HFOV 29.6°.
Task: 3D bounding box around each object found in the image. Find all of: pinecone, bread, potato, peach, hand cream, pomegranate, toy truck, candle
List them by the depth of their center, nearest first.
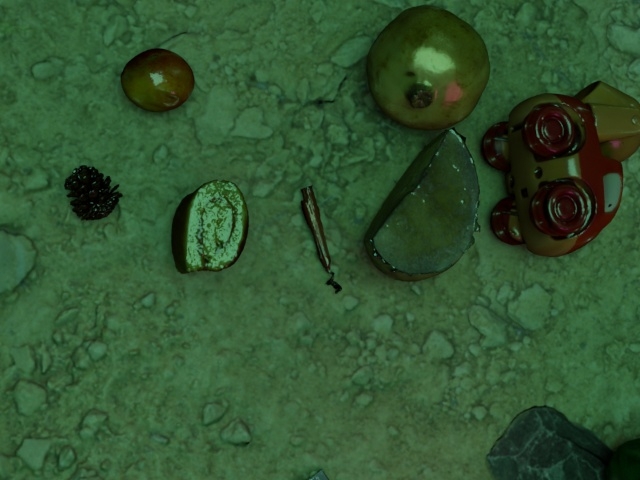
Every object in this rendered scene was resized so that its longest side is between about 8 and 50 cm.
[{"bbox_3d":[-0.157,-0.014,1.723,0.103,0.172,0.132,6,85,-10],"label":"bread"},{"bbox_3d":[-0.330,-0.069,1.744,0.077,0.077,0.083,-37,93,-12],"label":"pinecone"},{"bbox_3d":[-0.239,-0.235,1.763,0.100,0.101,0.101,1,85,-11],"label":"peach"},{"bbox_3d":[-0.027,0.375,1.793,0.093,0.019,0.030,-30,93,-14],"label":"hand cream"},{"bbox_3d":[0.159,-0.251,1.800,0.196,0.196,0.196,1,85,-11],"label":"pomegranate"},{"bbox_3d":[0.164,-0.035,1.826,0.138,0.098,0.243,39,72,-10],"label":"potato"},{"bbox_3d":[-0.001,0.000,1.829,0.026,0.021,0.167,-16,89,-2],"label":"candle"},{"bbox_3d":[0.389,-0.110,1.836,0.239,0.189,0.265,-4,86,-20],"label":"toy truck"}]

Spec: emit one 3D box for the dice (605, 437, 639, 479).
[{"bbox_3d":[0.596,0.430,1.768,0.287,0.297,0.300,-5,87,-9],"label":"dice"}]
